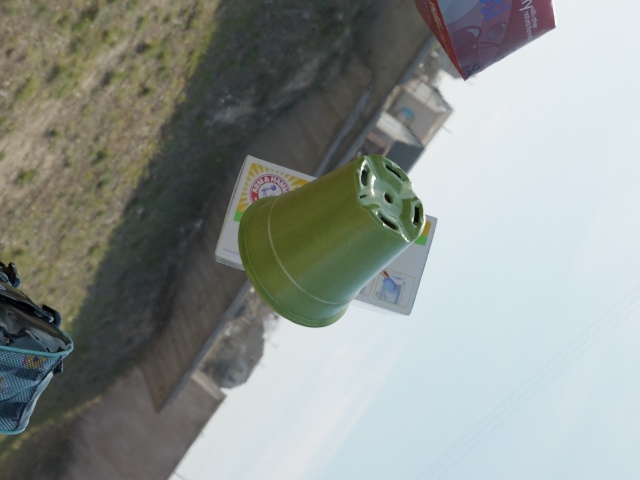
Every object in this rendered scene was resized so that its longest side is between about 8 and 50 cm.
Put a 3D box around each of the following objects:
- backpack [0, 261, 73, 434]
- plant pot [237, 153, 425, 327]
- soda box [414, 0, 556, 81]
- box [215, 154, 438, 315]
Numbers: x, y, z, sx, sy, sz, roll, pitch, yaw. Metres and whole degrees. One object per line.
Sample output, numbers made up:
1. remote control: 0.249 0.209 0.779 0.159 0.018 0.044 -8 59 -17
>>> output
1. backpack: -0.299 0.067 0.515 0.144 0.166 0.188 -53 147 0
2. plant pot: 0.011 -0.006 0.405 0.079 0.083 0.083 -35 -167 40
3. soda box: 0.087 -0.221 0.488 0.083 0.092 0.263 -30 152 9
4. box: 0.000 0.000 0.776 0.114 0.203 0.103 144 -36 -81
